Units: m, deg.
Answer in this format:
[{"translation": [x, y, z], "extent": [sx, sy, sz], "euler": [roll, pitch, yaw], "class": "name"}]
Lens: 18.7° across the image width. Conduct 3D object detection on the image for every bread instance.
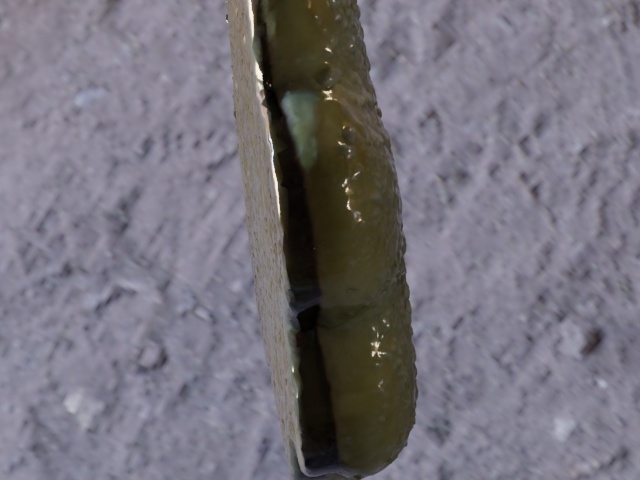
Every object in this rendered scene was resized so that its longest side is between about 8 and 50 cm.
[{"translation": [0.000, 0.000, 0.792], "extent": [0.056, 0.286, 0.207], "euler": [-10, 63, -4], "class": "bread"}]
